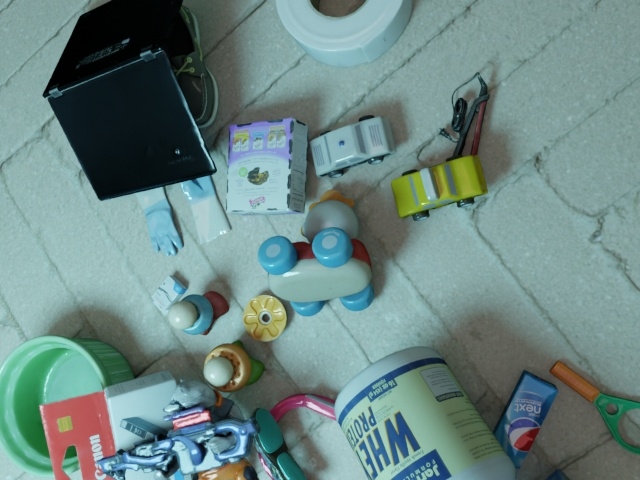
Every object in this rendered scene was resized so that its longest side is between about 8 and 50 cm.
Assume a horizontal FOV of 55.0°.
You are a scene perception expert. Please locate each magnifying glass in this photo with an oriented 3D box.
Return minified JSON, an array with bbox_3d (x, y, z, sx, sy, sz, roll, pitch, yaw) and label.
[{"bbox_3d":[0.537,0.309,1.153,0.231,0.026,0.092,37,96,13],"label":"magnifying glass"}]

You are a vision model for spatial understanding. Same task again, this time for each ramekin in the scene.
[{"bbox_3d":[-0.567,0.362,1.390,0.304,0.148,0.303,-1,86,15],"label":"ramekin"}]

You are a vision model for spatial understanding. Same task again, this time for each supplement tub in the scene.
[{"bbox_3d":[0.192,0.379,1.088,0.235,0.235,0.324,-38,56,10],"label":"supplement tub"}]

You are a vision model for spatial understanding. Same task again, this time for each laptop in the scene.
[{"bbox_3d":[-0.407,-0.349,1.404,0.382,0.236,0.407,-8,58,31],"label":"laptop"}]

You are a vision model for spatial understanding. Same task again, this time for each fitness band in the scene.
[{"bbox_3d":[0.007,0.441,1.277,0.291,0.054,0.208,23,95,17],"label":"fitness band"}]

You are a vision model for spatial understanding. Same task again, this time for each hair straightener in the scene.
[{"bbox_3d":[0.284,-0.228,1.249,0.089,0.047,0.230,12,94,17],"label":"hair straightener"}]

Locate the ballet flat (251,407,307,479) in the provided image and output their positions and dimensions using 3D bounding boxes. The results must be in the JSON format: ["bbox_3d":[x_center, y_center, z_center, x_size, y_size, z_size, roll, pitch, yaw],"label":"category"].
[{"bbox_3d":[-0.098,0.435,1.252,0.070,0.070,0.188,-33,75,11],"label":"ballet flat"}]

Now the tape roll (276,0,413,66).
[{"bbox_3d":[0.052,-0.522,1.314,0.286,0.100,0.286,-1,85,15],"label":"tape roll"}]

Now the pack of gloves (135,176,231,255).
[{"bbox_3d":[-0.336,-0.090,1.415,0.195,0.046,0.232,-24,79,12],"label":"pack of gloves"}]

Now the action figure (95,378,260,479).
[{"bbox_3d":[-0.252,0.436,1.238,0.342,0.178,0.330,-9,98,12],"label":"action figure"}]

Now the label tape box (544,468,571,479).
[{"bbox_3d":[0.357,0.541,1.014,0.249,0.348,0.115,-46,76,8],"label":"label tape box"}]

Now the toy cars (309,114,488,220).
[{"bbox_3d":[0.138,-0.152,1.242,0.394,0.087,0.176,28,100,24],"label":"toy cars"}]

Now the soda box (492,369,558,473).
[{"bbox_3d":[0.372,0.357,1.168,0.067,0.071,0.210,26,93,16],"label":"soda box"}]

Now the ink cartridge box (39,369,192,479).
[{"bbox_3d":[-0.411,0.445,1.268,0.261,0.066,0.296,-12,104,-24],"label":"ink cartridge box"}]

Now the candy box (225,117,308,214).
[{"bbox_3d":[-0.116,-0.154,1.330,0.165,0.070,0.196,0,85,28],"label":"candy box"}]

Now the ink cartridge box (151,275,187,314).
[{"bbox_3d":[-0.351,0.127,1.410,0.048,0.028,0.083,41,97,15],"label":"ink cartridge box"}]

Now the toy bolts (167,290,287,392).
[{"bbox_3d":[-0.206,0.182,1.298,0.228,0.158,0.218,38,96,15],"label":"toy bolts"}]

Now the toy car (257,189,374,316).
[{"bbox_3d":[0.000,0.000,1.264,0.211,0.219,0.237,-9,54,16],"label":"toy car"}]

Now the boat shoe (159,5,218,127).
[{"bbox_3d":[-0.315,-0.407,1.410,0.109,0.091,0.304,-17,81,14],"label":"boat shoe"}]
